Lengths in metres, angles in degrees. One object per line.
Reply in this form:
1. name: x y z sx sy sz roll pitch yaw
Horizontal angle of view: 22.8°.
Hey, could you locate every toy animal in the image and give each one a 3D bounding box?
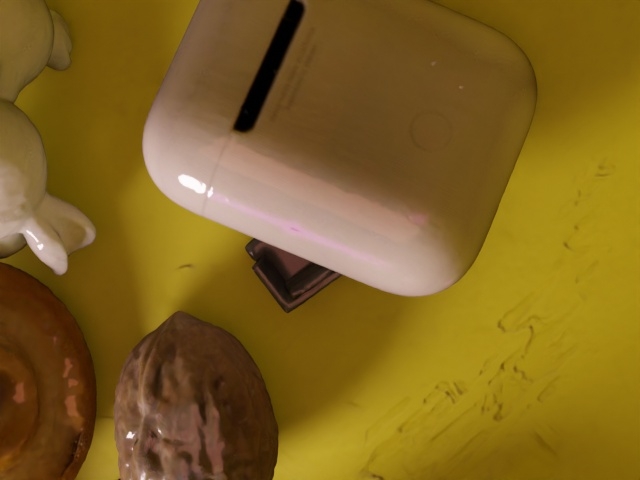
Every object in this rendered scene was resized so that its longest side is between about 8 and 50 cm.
1. toy animal: -0.341 -0.116 1.572 0.182 0.247 0.310 -13 82 23

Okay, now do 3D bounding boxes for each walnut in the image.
1. walnut: -0.129 0.186 1.627 0.178 0.178 0.230 -8 88 6

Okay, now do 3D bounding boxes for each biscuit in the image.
1. biscuit: -0.360 0.163 1.603 0.296 0.102 0.296 0 90 -33

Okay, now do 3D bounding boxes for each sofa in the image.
1. sofa: 0.000 0.000 1.638 0.147 0.060 0.085 -34 94 9

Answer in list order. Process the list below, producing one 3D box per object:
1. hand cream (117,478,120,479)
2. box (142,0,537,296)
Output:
1. hand cream: -0.234 0.329 1.715 0.087 0.054 0.186 33 106 -7
2. box: 0.021 -0.120 1.550 0.349 0.141 0.289 23 78 1
